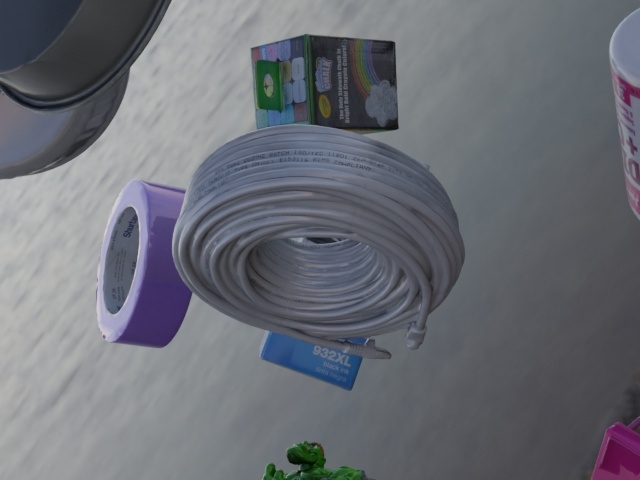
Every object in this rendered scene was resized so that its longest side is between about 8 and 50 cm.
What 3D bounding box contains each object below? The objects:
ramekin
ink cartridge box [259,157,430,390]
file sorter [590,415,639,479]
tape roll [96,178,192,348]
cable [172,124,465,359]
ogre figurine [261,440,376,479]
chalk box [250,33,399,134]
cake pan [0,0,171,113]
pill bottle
[{"bbox_3d":[-0.337,-0.184,1.195,0.273,0.273,0.127,-49,12,12],"label":"ramekin"},{"bbox_3d":[0.027,0.029,1.565,0.223,0.129,0.307,125,165,-86],"label":"ink cartridge box"},{"bbox_3d":[0.398,0.317,1.218,0.182,0.202,0.290,-25,-45,-39],"label":"file sorter"},{"bbox_3d":[-0.292,0.039,1.952,0.275,0.090,0.275,-36,48,56],"label":"tape roll"},{"bbox_3d":[0.000,0.000,1.040,0.257,0.257,0.089,118,161,-54],"label":"cable"},{"bbox_3d":[-0.032,0.261,1.191,0.197,0.118,0.097,-42,64,38],"label":"ogre figurine"},{"bbox_3d":[-0.012,-0.213,1.635,0.132,0.213,0.132,-1,92,51],"label":"chalk box"},{"bbox_3d":[-0.204,-0.244,0.881,0.293,0.054,0.293,-7,80,42],"label":"cake pan"},{"bbox_3d":[0.397,-0.101,1.225,0.160,0.283,0.160,-12,39,10],"label":"pill bottle"}]
